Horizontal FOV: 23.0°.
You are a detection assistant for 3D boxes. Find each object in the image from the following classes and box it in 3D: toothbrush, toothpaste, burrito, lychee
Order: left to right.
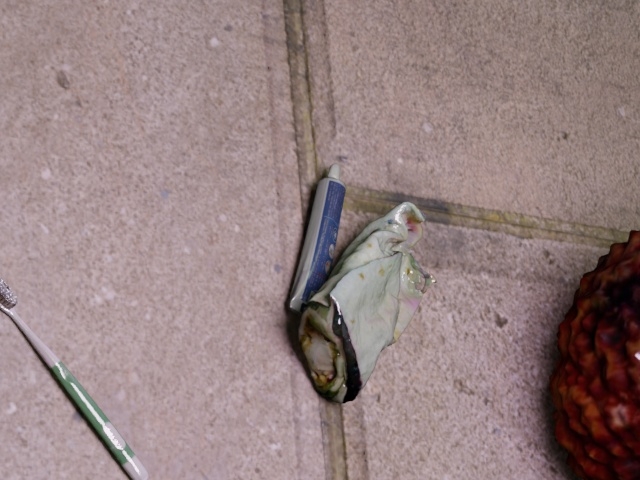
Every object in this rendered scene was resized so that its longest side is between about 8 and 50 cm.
[{"bbox_3d":[-0.252,0.139,1.563,0.018,0.024,0.257,-40,98,-39],"label":"toothbrush"},{"bbox_3d":[0.000,0.000,1.790,0.057,0.035,0.197,33,59,-40],"label":"toothpaste"},{"bbox_3d":[0.054,0.060,1.767,0.229,0.089,0.144,-51,140,-45],"label":"burrito"},{"bbox_3d":[0.471,0.166,1.803,0.424,0.424,0.500,54,22,-4],"label":"lychee"}]
